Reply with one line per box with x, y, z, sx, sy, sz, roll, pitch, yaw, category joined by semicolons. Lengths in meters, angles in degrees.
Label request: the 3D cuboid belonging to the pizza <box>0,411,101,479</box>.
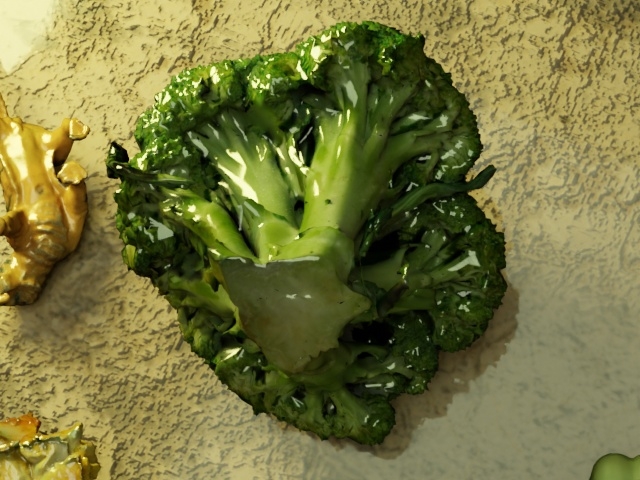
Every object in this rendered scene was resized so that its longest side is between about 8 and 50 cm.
-0.252;0.243;1.298;0.289;0.081;0.229;34;91;15;pizza

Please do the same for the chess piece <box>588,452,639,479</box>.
0.118;0.254;1.186;0.298;0.176;0.176;-8;75;11;chess piece

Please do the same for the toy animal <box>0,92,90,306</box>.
-0.262;-0.078;1.383;0.114;0.116;0.255;-11;68;-17;toy animal

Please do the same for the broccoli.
0.000;0.000;1.210;0.304;0.283;0.321;-36;103;14;broccoli
